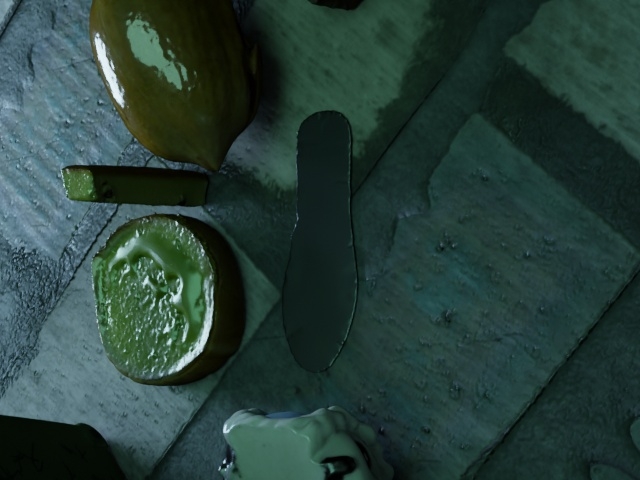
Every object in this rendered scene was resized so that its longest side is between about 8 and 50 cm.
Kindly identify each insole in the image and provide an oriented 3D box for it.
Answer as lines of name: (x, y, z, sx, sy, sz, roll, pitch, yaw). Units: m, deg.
insole: (0.000, 0.000, 1.498, 0.109, 0.007, 0.322, -2, 83, 32)

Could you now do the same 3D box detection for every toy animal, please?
toy animal: (-0.012, 0.281, 1.387, 0.204, 0.156, 0.208, -6, 97, 30)

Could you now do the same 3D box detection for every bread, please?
bread: (-0.202, 0.076, 1.588, 0.236, 0.070, 0.236, -3, 84, 34)
bread: (-0.240, -0.069, 1.537, 0.088, 0.226, 0.049, 7, 94, 33)

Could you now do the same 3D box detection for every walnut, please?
walnut: (-0.181, -0.217, 1.534, 0.203, 0.203, 0.298, -24, 75, 29)

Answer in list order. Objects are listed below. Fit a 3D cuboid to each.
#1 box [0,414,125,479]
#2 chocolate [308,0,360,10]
box: (-0.369, 0.343, 1.530, 0.178, 0.328, 0.253, -42, 65, 9)
chocolate: (-0.033, -0.412, 1.512, 0.321, 0.112, 0.112, 52, 120, 27)
